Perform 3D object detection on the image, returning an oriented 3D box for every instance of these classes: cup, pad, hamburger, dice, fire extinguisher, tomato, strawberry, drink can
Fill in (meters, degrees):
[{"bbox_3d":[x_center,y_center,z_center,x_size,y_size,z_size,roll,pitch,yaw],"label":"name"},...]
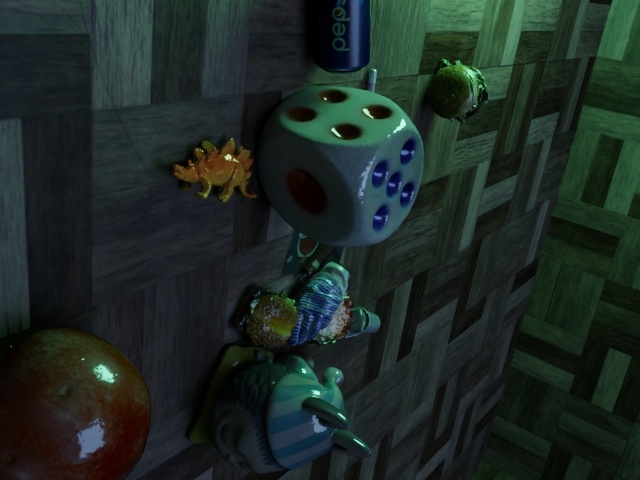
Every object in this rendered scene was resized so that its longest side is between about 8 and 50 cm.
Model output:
[{"bbox_3d":[0.113,0.243,1.921,0.104,0.074,0.116,-45,155,10],"label":"cup"},{"bbox_3d":[0.000,0.000,1.644,0.245,0.006,0.170,1,108,-57],"label":"pad"},{"bbox_3d":[-0.113,0.174,1.499,0.137,0.087,0.166,-62,148,-9],"label":"hamburger"},{"bbox_3d":[0.045,-0.155,1.370,0.251,0.259,0.243,-38,140,-40],"label":"dice"},{"bbox_3d":[-0.005,0.050,1.638,0.173,0.035,0.049,-47,-178,-30],"label":"fire extinguisher"},{"bbox_3d":[-0.379,0.272,1.001,0.265,0.265,0.265,-35,136,-42],"label":"tomato"},{"bbox_3d":[0.364,-0.411,1.813,0.131,0.159,0.185,-9,73,-44],"label":"hamburger"},{"bbox_3d":[0.009,0.175,1.696,0.146,0.082,0.187,25,79,-35],"label":"strawberry"},{"bbox_3d":[0.042,-0.440,1.319,0.118,0.118,0.205,-37,138,-40],"label":"drink can"}]

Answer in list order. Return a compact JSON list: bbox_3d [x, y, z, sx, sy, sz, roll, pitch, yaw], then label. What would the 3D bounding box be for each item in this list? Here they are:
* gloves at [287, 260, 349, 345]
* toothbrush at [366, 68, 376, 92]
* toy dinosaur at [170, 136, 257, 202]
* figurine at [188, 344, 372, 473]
[{"bbox_3d":[-0.013,0.152,1.610,0.229,0.119,0.097,-61,156,-10],"label":"gloves"},{"bbox_3d":[0.111,-0.272,1.625,0.025,0.020,0.286,-23,128,-41],"label":"toothbrush"},{"bbox_3d":[-0.176,-0.132,1.233,0.288,0.070,0.117,2,107,-62],"label":"toy dinosaur"},{"bbox_3d":[-0.039,0.406,1.487,0.361,0.377,0.266,-5,113,-55],"label":"figurine"}]
